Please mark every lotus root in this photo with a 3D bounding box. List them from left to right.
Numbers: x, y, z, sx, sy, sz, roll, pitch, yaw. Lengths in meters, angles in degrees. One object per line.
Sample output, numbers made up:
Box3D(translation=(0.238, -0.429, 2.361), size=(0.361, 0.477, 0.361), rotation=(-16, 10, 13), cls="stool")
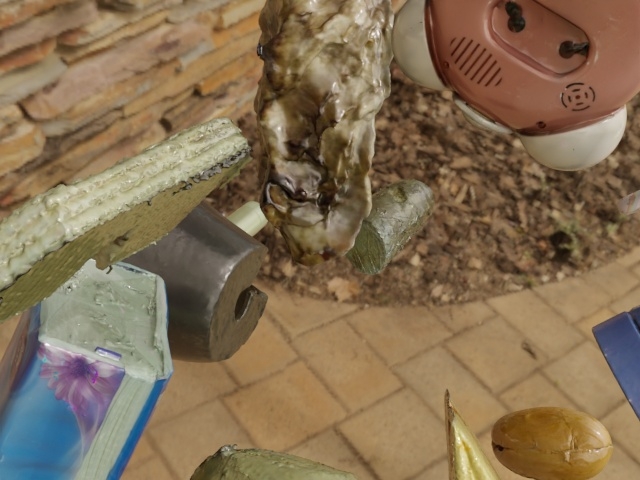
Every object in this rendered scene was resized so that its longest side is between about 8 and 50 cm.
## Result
Box3D(translation=(-0.045, 0.207, 0.526), size=(0.144, 0.143, 0.070), rotation=(20, 20, 40), cls="lotus root")

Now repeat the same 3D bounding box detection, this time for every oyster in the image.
Box3D(translation=(-0.022, -0.182, 0.717), size=(0.111, 0.396, 0.204), rotation=(0, 10, -23), cls="oyster")

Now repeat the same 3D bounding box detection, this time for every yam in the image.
Box3D(translation=(0.103, -0.028, 1.225), size=(0.107, 0.107, 0.183), rotation=(33, 43, 17), cls="yam")

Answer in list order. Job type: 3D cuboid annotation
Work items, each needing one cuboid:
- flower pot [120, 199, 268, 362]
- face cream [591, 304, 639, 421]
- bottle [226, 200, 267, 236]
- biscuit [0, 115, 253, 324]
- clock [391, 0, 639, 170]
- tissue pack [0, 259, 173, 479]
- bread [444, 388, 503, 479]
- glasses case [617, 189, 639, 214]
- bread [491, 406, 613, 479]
Box3D(translation=(-0.247, 0.079, 1.352), size=(0.251, 0.379, 0.379), rotation=(22, 38, 17), cls="flower pot")
Box3D(translation=(0.697, 0.234, 1.539), size=(0.249, 0.225, 0.249), rotation=(51, 18, -24), cls="face cream")
Box3D(translation=(-0.197, -0.017, 1.739), size=(0.072, 0.072, 0.201), rotation=(29, 37, 13), cls="bottle")
Box3D(translation=(-0.165, -0.005, 0.546), size=(0.046, 0.147, 0.250), rotation=(53, 42, 0), cls="biscuit")
Box3D(translation=(0.134, -0.132, 0.475), size=(0.166, 0.162, 0.093), rotation=(33, 39, 6), cls="clock")
Box3D(translation=(-0.269, 0.170, 0.819), size=(0.146, 0.263, 0.198), rotation=(21, 21, -23), cls="tissue pack")
Box3D(translation=(0.278, 0.531, 1.603), size=(0.242, 0.346, 0.405), rotation=(-36, 70, 0), cls="bread")
Box3D(translation=(0.579, -0.074, 1.403), size=(0.021, 0.083, 0.032), rotation=(25, 44, -55), cls="glasses case")
Box3D(translation=(0.341, 0.311, 1.174), size=(0.189, 0.114, 0.077), rotation=(-8, 9, 32), cls="bread")
